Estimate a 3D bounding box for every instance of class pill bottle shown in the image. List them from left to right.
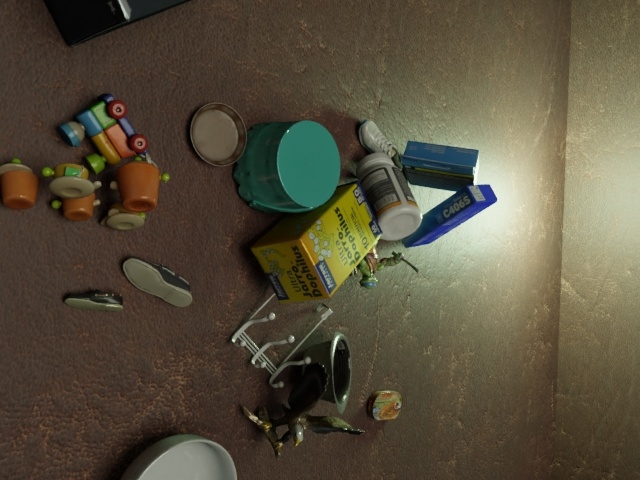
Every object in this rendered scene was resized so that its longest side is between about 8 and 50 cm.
[{"bbox_3d":[0.216,-0.149,1.864,0.162,0.162,0.278,29,33,-43],"label":"pill bottle"}]

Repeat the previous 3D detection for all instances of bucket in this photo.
[{"bbox_3d":[-0.087,-0.210,1.611,0.281,0.183,0.281,-3,95,-44],"label":"bucket"}]

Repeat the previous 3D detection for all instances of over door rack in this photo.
[{"bbox_3d":[-0.096,0.256,1.721,0.324,0.108,0.239,-53,129,-27],"label":"over door rack"}]

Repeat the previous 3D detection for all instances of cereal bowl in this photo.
[{"bbox_3d":[-0.388,0.658,1.449,0.339,0.141,0.339,-6,99,-45],"label":"cereal bowl"}]

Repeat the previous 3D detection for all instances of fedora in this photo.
[{"bbox_3d":[0.015,0.418,1.802,0.275,0.124,0.244,-68,149,-59],"label":"fedora"}]

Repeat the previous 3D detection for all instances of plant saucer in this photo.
[{"bbox_3d":[-0.277,-0.284,1.519,0.168,0.029,0.168,-3,96,-38],"label":"plant saucer"}]

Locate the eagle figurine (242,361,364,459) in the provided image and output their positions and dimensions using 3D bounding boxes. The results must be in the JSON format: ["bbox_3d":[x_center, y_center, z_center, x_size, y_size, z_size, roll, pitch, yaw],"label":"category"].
[{"bbox_3d":[-0.038,0.517,1.657,0.298,0.225,0.226,-33,135,12],"label":"eagle figurine"}]

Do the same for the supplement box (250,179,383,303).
[{"bbox_3d":[0.000,0.000,1.662,0.356,0.195,0.194,-46,116,-45],"label":"supplement box"}]

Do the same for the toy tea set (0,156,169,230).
[{"bbox_3d":[-0.508,-0.128,1.230,0.336,0.200,0.124,13,59,-44],"label":"toy tea set"}]

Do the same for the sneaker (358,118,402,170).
[{"bbox_3d":[0.213,-0.329,1.972,0.087,0.092,0.229,-55,128,-24],"label":"sneaker"}]

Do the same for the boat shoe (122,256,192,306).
[{"bbox_3d":[-0.411,0.095,1.433,0.206,0.075,0.065,40,24,-34],"label":"boat shoe"}]

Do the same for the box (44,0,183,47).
[{"bbox_3d":[-0.369,-0.604,1.213,0.395,0.293,0.212,-41,122,-35],"label":"box"}]

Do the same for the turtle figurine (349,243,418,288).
[{"bbox_3d":[0.196,0.015,1.897,0.197,0.275,0.266,-5,74,-14],"label":"turtle figurine"}]

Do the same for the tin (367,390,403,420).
[{"bbox_3d":[0.248,0.628,2.161,0.189,0.040,0.106,15,88,-45],"label":"tin"}]

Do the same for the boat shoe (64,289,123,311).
[{"bbox_3d":[-0.528,0.138,1.320,0.133,0.049,0.042,12,58,-39],"label":"boat shoe"}]

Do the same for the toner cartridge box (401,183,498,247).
[{"bbox_3d":[0.465,-0.087,2.085,0.165,0.348,0.075,-6,67,-44],"label":"toner cartridge box"}]

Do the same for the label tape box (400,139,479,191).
[{"bbox_3d":[0.426,-0.271,1.990,0.347,0.249,0.115,38,65,-72],"label":"label tape box"}]

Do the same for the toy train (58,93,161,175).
[{"bbox_3d":[-0.473,-0.197,1.301,0.143,0.105,0.248,-39,123,-22],"label":"toy train"}]
